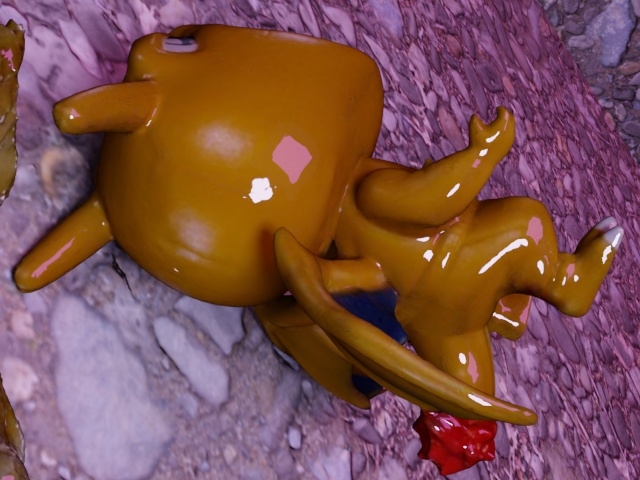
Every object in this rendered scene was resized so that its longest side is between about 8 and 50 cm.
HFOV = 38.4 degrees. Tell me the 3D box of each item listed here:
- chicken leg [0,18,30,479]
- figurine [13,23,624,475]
[{"bbox_3d":[-0.233,-0.021,0.521,0.211,0.140,0.361,-45,123,-83],"label":"chicken leg"},{"bbox_3d":[0.007,-0.010,0.689,0.387,0.268,0.401,25,1,-4],"label":"figurine"}]
